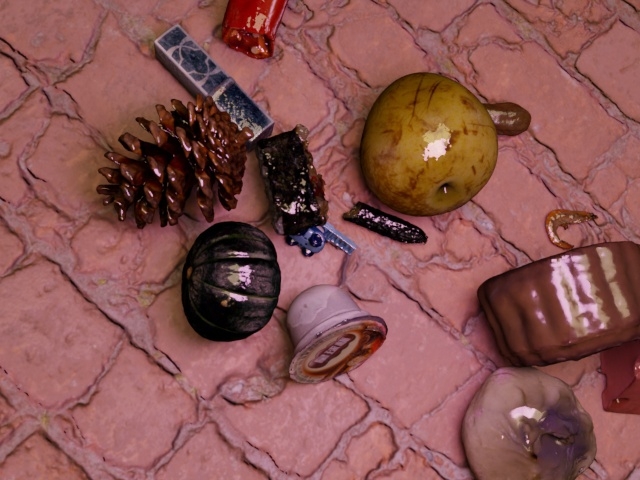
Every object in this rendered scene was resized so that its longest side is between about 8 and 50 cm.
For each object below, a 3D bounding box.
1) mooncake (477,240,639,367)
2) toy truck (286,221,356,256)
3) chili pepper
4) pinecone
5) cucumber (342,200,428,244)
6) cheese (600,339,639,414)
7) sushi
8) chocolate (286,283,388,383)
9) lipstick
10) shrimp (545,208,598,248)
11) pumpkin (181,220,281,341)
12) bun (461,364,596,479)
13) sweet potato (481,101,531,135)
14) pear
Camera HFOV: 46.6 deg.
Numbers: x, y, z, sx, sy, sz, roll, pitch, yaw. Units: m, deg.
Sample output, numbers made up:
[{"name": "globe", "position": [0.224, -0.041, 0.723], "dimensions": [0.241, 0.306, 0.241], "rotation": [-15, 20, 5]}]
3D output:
[{"name": "mooncake", "position": [0.470, 0.125, 1.401], "dimensions": [0.324, 0.324, 0.187], "rotation": [-12, 80, -14]}, {"name": "toy truck", "position": [0.000, 0.000, 1.477], "dimensions": [0.136, 0.063, 0.074], "rotation": [38, 53, -4]}, {"name": "chili pepper", "position": [-0.105, -0.556, 1.555], "dimensions": [0.131, 0.134, 0.338], "rotation": [17, 75, 7]}, {"name": "pinecone", "position": [-0.262, -0.137, 1.374], "dimensions": [0.309, 0.244, 0.244], "rotation": [-20, 80, 2]}, {"name": "cucumber", "position": [0.135, -0.032, 1.515], "dimensions": [0.181, 0.053, 0.053], "rotation": [21, 73, -8]}, {"name": "cheese", "position": [0.656, 0.240, 1.480], "dimensions": [0.128, 0.177, 0.203], "rotation": [8, 74, -9]}, {"name": "sushi", "position": [-0.053, -0.103, 1.430], "dimensions": [0.115, 0.147, 0.212], "rotation": [-12, 57, -10]}, {"name": "chocolate", "position": [0.016, 0.158, 1.393], "dimensions": [0.221, 0.221, 0.147], "rotation": [-13, 54, -14]}, {"name": "lipstick", "position": [-0.218, -0.308, 1.500], "dimensions": [0.290, 0.076, 0.077], "rotation": [45, 74, 5]}, {"name": "shrimp", "position": [0.547, -0.029, 1.606], "dimensions": [0.127, 0.025, 0.091], "rotation": [-10, 78, -9]}, {"name": "pumpkin", "position": [-0.166, 0.074, 1.343], "dimensions": [0.162, 0.220, 0.220], "rotation": [15, 73, -28]}, {"name": "bun", "position": [0.397, 0.370, 1.406], "dimensions": [0.273, 0.168, 0.273], "rotation": [2, 83, -14]}, {"name": "sweet potato", "position": [0.348, -0.259, 1.609], "dimensions": [0.233, 0.062, 0.081], "rotation": [-9, 80, -10]}, {"name": "pear", "position": [0.207, -0.186, 1.462], "dimensions": [0.283, 0.283, 0.284], "rotation": [3, 76, -11]}]
